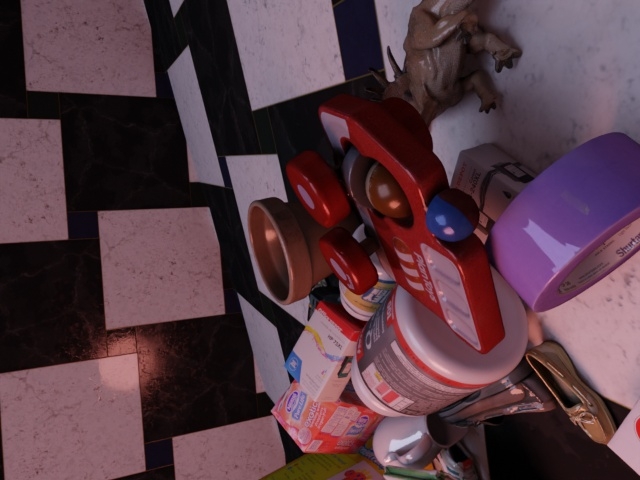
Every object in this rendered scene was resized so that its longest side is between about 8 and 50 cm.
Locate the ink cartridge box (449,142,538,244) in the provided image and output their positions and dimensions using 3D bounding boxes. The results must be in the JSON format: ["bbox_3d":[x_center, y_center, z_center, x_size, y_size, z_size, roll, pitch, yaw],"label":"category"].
[{"bbox_3d":[0.256,-0.054,0.656,0.150,0.063,0.109,51,150,39],"label":"ink cartridge box"}]

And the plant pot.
[{"bbox_3d":[-0.028,0.000,1.123,0.263,0.229,0.263,48,148,44],"label":"plant pot"}]

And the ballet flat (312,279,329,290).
[{"bbox_3d":[-0.007,0.128,1.400,0.168,0.052,0.057,64,156,18],"label":"ballet flat"}]

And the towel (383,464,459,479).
[{"bbox_3d":[0.286,0.503,0.819,0.325,0.038,0.248,32,152,0],"label":"towel"}]

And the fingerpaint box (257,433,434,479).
[{"bbox_3d":[0.066,0.696,1.233,0.163,0.371,0.445,69,158,3],"label":"fingerpaint box"}]

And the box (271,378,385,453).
[{"bbox_3d":[0.034,0.451,1.209,0.142,0.154,0.300,37,180,38],"label":"box"}]

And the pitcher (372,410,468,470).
[{"bbox_3d":[0.185,0.421,0.955,0.125,0.177,0.207,57,135,16],"label":"pitcher"}]

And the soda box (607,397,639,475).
[{"bbox_3d":[0.401,0.179,0.495,0.074,0.069,0.216,48,147,45],"label":"soda box"}]

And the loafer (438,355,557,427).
[{"bbox_3d":[0.294,0.289,0.793,0.084,0.096,0.267,52,148,20],"label":"loafer"}]

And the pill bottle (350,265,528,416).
[{"bbox_3d":[0.180,0.193,0.821,0.210,0.210,0.363,61,155,24],"label":"pill bottle"}]

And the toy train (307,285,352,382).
[{"bbox_3d":[0.058,0.244,1.202,0.334,0.142,0.190,-151,63,-66],"label":"toy train"}]

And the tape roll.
[{"bbox_3d":[0.274,-0.013,0.483,0.080,0.189,0.189,56,152,31],"label":"tape roll"}]

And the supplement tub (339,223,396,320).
[{"bbox_3d":[0.117,0.067,0.954,0.144,0.144,0.200,58,154,30],"label":"supplement tub"}]

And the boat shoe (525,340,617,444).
[{"bbox_3d":[0.354,0.220,0.654,0.153,0.048,0.056,64,156,19],"label":"boat shoe"}]

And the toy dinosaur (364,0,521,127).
[{"bbox_3d":[0.158,-0.264,0.660,0.200,0.127,0.296,-119,30,-41],"label":"toy dinosaur"}]

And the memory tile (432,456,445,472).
[{"bbox_3d":[0.287,0.530,1.085,0.148,0.012,0.113,-24,85,66],"label":"memory tile"}]

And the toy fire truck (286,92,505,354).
[{"bbox_3d":[0.105,-0.025,0.555,0.254,0.169,0.302,39,159,51],"label":"toy fire truck"}]

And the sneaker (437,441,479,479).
[{"bbox_3d":[0.301,0.490,0.965,0.075,0.057,0.161,104,144,-61],"label":"sneaker"}]

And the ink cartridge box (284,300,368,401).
[{"bbox_3d":[0.028,0.233,1.048,0.134,0.078,0.231,35,100,44],"label":"ink cartridge box"}]
